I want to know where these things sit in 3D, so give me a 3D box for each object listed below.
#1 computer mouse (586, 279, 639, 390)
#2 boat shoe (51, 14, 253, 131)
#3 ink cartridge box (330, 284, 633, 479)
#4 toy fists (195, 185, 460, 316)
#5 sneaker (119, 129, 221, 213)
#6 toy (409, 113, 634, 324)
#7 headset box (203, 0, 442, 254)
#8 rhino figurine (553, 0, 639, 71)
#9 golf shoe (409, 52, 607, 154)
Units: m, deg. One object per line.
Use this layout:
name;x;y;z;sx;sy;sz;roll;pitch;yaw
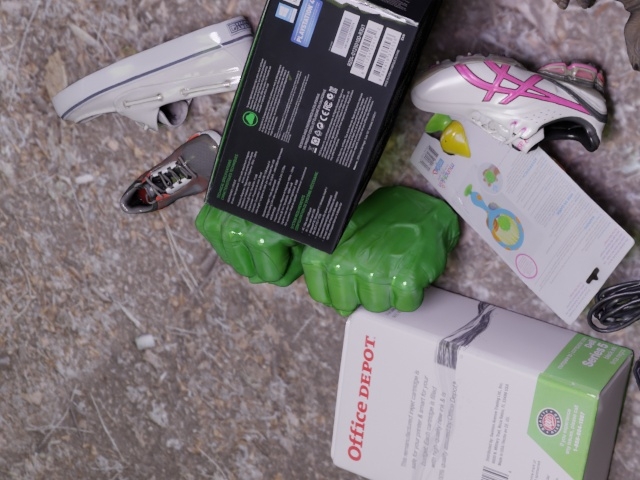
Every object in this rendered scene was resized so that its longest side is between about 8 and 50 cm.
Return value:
computer mouse;0.390;0.130;1.484;0.184;0.060;0.262;-25;97;23
boat shoe;-0.176;-0.162;1.675;0.267;0.096;0.088;-18;96;27
ink cartridge box;0.162;0.175;1.598;0.272;0.115;0.198;19;119;23
toy fists;0.000;0.000;1.589;0.279;0.142;0.096;19;130;29
sneaker;-0.164;-0.066;1.721;0.158;0.065;0.061;-34;91;37
toy;0.202;-0.048;1.510;0.237;0.056;0.137;44;139;15
headset box;0.022;-0.171;1.439;0.131;0.283;0.246;23;123;3
rhino figurine;0.260;-0.245;1.382;0.106;0.073;0.243;-31;94;40
golf shoe;0.175;-0.124;1.427;0.186;0.086;0.067;2;156;-4
